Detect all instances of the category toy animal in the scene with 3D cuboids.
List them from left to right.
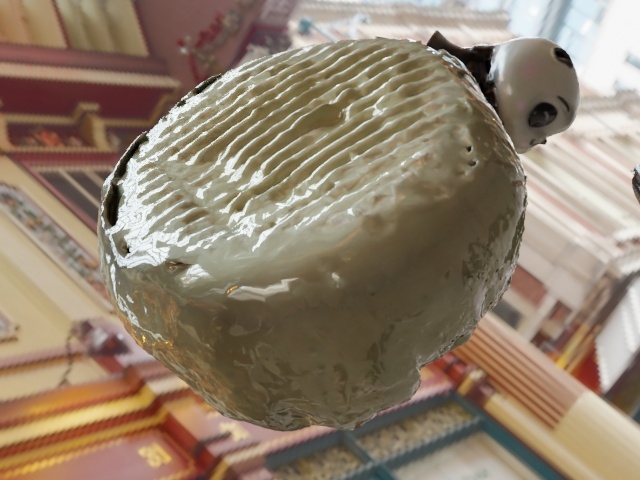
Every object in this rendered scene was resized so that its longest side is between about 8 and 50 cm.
[{"bbox_3d":[0.204,-0.163,1.396,0.166,0.179,0.138,67,-159,-75],"label":"toy animal"}]

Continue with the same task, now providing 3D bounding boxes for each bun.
[{"bbox_3d":[0.000,0.000,0.986,0.360,0.359,0.211,-41,-53,-19],"label":"bun"}]

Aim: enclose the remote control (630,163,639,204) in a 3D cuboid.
[{"bbox_3d":[0.470,0.025,1.407,0.144,0.399,0.062,-29,-47,12],"label":"remote control"}]
